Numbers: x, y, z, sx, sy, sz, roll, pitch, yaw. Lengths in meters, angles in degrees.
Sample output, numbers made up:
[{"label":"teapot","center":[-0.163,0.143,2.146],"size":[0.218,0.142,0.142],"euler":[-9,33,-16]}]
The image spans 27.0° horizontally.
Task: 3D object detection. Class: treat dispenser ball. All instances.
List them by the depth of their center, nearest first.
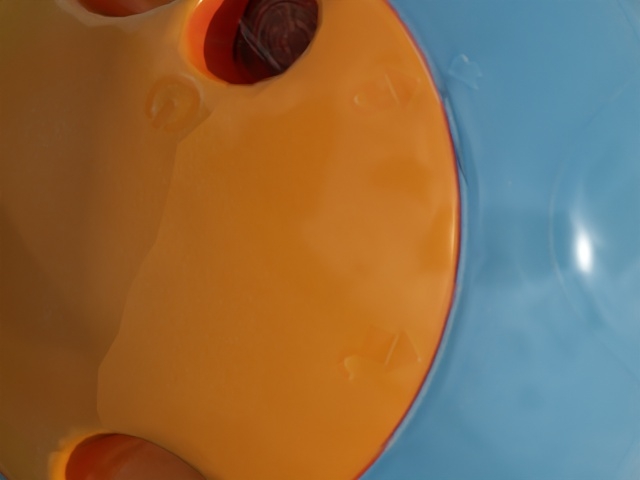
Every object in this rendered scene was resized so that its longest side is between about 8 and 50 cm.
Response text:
[{"label":"treat dispenser ball","center":[0.000,0.000,0.477],"size":[0.288,0.288,0.288],"euler":[49,5,-5]}]
